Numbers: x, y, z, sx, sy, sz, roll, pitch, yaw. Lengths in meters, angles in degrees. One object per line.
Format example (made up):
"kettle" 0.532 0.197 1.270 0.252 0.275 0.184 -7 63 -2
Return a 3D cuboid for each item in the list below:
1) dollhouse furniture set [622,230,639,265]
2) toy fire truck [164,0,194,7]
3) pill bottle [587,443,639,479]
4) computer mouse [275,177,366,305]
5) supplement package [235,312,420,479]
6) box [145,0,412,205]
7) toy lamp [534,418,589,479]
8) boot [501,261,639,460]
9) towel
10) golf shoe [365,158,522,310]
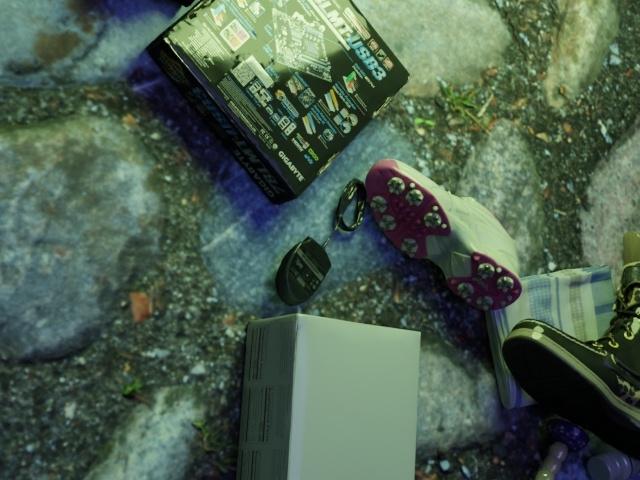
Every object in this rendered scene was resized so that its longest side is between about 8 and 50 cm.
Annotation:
"dollhouse furniture set" 0.669 -0.021 1.955 0.212 0.242 0.161 -15 102 -32
"toy fire truck" -0.132 -0.441 1.528 0.158 0.246 0.217 29 68 -24
"pill bottle" 0.500 0.360 1.893 0.120 0.067 0.067 -17 91 -33
"computer mouse" 0.000 0.000 1.666 0.071 0.041 0.242 53 53 -24
"supplement package" 0.011 0.245 1.563 0.204 0.145 0.262 11 77 -30
"box" -0.052 -0.254 1.652 0.295 0.073 0.293 49 60 -15
"toy lamp" 0.328 0.406 1.775 0.080 0.080 0.275 43 60 -19
"boot" 0.474 0.160 1.837 0.377 0.138 0.284 33 61 -15
"towel" 0.391 0.153 1.881 0.285 0.034 0.209 -7 86 -33
"golf shoe" 0.192 -0.026 1.760 0.306 0.115 0.140 43 39 -16
